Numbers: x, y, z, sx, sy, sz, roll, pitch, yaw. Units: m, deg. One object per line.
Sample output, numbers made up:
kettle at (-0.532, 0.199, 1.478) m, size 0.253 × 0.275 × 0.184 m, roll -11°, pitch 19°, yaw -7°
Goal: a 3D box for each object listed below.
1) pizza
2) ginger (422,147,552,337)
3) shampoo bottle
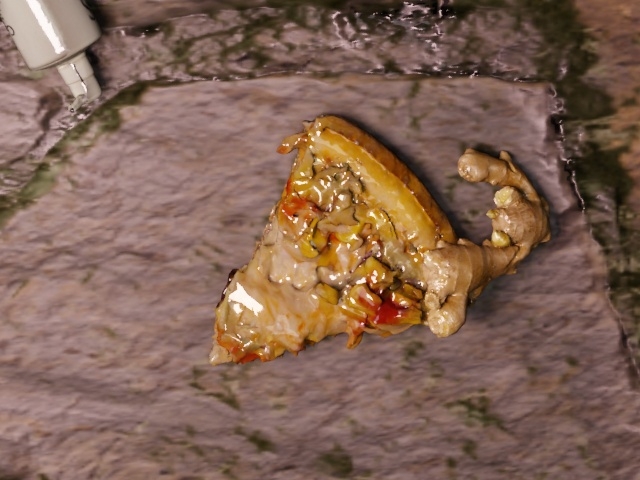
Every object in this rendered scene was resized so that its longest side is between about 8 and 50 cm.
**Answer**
pizza at (0.000, 0.000, 1.778) m, size 0.288 × 0.074 × 0.251 m, roll -17°, pitch 102°, yaw -6°
ginger at (0.173, 0.000, 1.775) m, size 0.176 × 0.052 × 0.193 m, roll -1°, pitch 87°, yaw -31°
shampoo bottle at (-0.282, -0.251, 1.671) m, size 0.085 × 0.085 × 0.262 m, roll -28°, pitch 105°, yaw -1°
